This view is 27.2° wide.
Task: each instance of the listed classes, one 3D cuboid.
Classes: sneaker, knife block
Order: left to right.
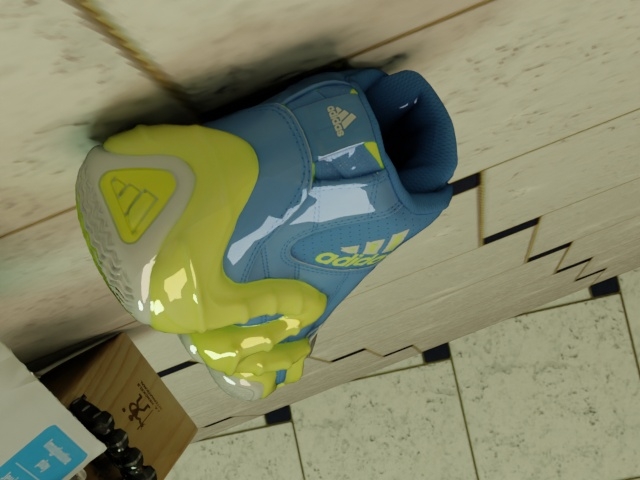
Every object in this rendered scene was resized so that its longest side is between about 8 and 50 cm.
[{"bbox_3d":[-0.192,0.171,0.807,0.275,0.088,0.242,-26,-165,33],"label":"knife block"},{"bbox_3d":[0.000,0.000,0.513,0.126,0.091,0.240,-22,170,5],"label":"sneaker"}]

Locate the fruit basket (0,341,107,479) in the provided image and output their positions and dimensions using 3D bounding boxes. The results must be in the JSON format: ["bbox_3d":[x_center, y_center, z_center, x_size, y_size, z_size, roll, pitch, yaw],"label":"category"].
[{"bbox_3d":[-0.236,0.155,0.426,0.353,0.165,0.327,-37,157,-10],"label":"fruit basket"}]
